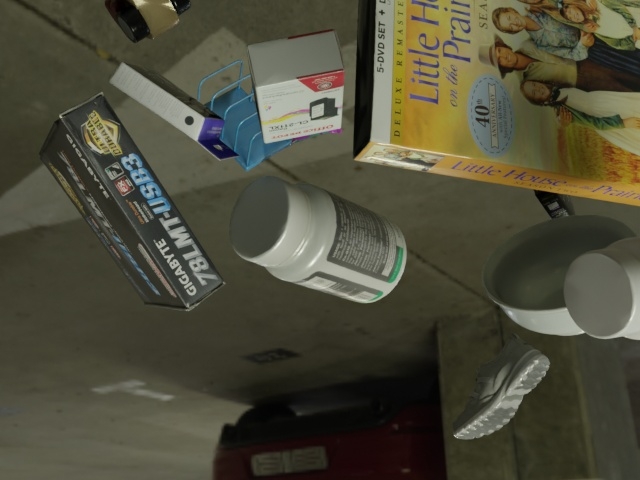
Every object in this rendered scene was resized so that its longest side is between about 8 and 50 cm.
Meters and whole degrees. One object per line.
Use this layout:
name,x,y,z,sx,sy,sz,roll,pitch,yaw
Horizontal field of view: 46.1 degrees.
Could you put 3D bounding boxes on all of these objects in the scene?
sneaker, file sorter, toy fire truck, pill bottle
sneaker,0.388,0.331,1.683,0.105,0.115,0.281,22,113,-41
file sorter,-0.148,-0.248,1.466,0.118,0.170,0.104,-35,164,-26
toy fire truck,-0.373,-0.455,1.296,0.246,0.158,0.217,30,154,51
pill bottle,0.536,0.071,1.195,0.283,0.160,0.160,-4,161,-29
pill bottle,0.000,0.000,1.567,0.204,0.204,0.361,-20,153,37

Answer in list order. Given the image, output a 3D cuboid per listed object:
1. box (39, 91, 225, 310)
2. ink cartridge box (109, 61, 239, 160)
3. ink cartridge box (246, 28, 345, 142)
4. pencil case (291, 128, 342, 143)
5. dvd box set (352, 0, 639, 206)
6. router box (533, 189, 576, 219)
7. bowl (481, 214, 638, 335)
box,-0.278,-0.039,1.071,0.073,0.296,0.293,-37,-168,-21
ink cartridge box,-0.220,-0.209,1.230,0.208,0.045,0.206,36,-172,-4
ink cartridge box,-0.033,-0.220,1.100,0.127,0.072,0.175,-12,162,-4
pencil case,-0.033,-0.249,1.659,0.151,0.070,0.064,-20,155,-22
dvd box set,0.246,-0.211,0.873,0.420,0.308,0.062,8,163,-16
router box,0.501,-0.125,1.639,0.046,0.179,0.133,-25,128,27
bowl,0.468,0.087,1.437,0.297,0.298,0.134,-13,119,24
